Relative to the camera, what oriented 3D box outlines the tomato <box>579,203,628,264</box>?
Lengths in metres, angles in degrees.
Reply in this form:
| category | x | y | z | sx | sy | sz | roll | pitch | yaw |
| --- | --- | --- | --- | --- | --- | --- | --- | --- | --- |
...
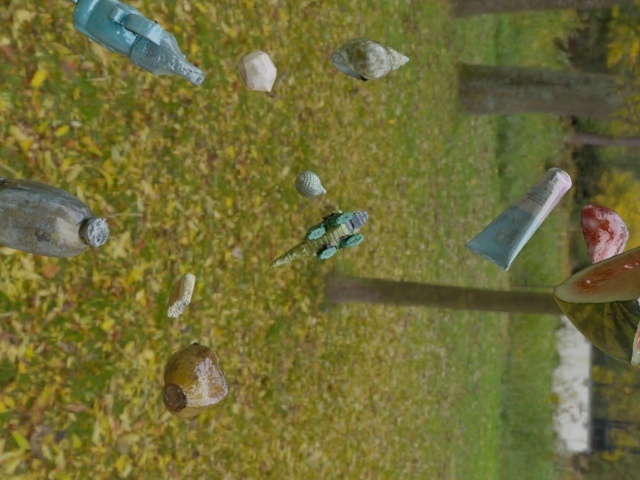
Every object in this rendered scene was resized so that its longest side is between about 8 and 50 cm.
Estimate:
| category | x | y | z | sx | sy | sz | roll | pitch | yaw |
| --- | --- | --- | --- | --- | --- | --- | --- | --- | --- |
| tomato | 0.746 | -0.011 | 1.961 | 0.173 | 0.099 | 0.189 | -17 | 91 | -60 |

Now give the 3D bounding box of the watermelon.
| category | x | y | z | sx | sy | sz | roll | pitch | yaw |
| --- | --- | --- | --- | --- | --- | --- | --- | --- | --- |
| watermelon | 0.413 | 0.091 | 0.991 | 0.303 | 0.159 | 0.128 | -22 | 90 | -47 |

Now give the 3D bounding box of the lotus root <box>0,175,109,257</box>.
| category | x | y | z | sx | sy | sz | roll | pitch | yaw |
| --- | --- | --- | --- | --- | --- | --- | --- | --- | --- |
| lotus root | -0.648 | -0.046 | 1.739 | 0.175 | 0.350 | 0.174 | 17 | 90 | -84 |

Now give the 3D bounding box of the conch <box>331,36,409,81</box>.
| category | x | y | z | sx | sy | sz | roll | pitch | yaw |
| --- | --- | --- | --- | --- | --- | --- | --- | --- | --- |
| conch | 0.112 | -0.458 | 1.895 | 0.106 | 0.173 | 0.116 | -61 | 139 | -24 |

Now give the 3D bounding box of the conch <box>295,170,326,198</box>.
| category | x | y | z | sx | sy | sz | roll | pitch | yaw |
| --- | --- | --- | --- | --- | --- | --- | --- | --- | --- |
| conch | -0.030 | -0.127 | 1.787 | 0.056 | 0.076 | 0.085 | -50 | 124 | -21 |

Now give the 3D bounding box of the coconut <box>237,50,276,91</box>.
| category | x | y | z | sx | sy | sz | roll | pitch | yaw |
| --- | --- | --- | --- | --- | --- | --- | --- | --- | --- |
| coconut | -0.184 | -0.495 | 2.238 | 0.124 | 0.110 | 0.110 | 64 | 26 | -11 |

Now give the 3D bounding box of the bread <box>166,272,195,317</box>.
| category | x | y | z | sx | sy | sz | roll | pitch | yaw |
| --- | --- | --- | --- | --- | --- | --- | --- | --- | --- |
| bread | -0.271 | 0.105 | 1.471 | 0.083 | 0.035 | 0.070 | -47 | -151 | 46 |

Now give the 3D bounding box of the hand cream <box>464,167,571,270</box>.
| category | x | y | z | sx | sy | sz | roll | pitch | yaw |
| --- | --- | --- | --- | --- | --- | --- | --- | --- | --- |
| hand cream | 0.465 | -0.057 | 1.742 | 0.312 | 0.111 | 0.070 | -43 | 152 | -28 |

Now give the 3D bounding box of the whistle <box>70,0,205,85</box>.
| category | x | y | z | sx | sy | sz | roll | pitch | yaw |
| --- | --- | --- | --- | --- | --- | --- | --- | --- | --- |
| whistle | -0.324 | -0.353 | 1.318 | 0.093 | 0.274 | 0.186 | -58 | 178 | 1 |

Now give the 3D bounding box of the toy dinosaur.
| category | x | y | z | sx | sy | sz | roll | pitch | yaw |
| --- | --- | --- | --- | --- | --- | --- | --- | --- | --- |
| toy dinosaur | 0.000 | 0.000 | 1.720 | 0.094 | 0.259 | 0.153 | 62 | -6 | -4 |

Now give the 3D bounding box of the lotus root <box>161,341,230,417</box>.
| category | x | y | z | sx | sy | sz | roll | pitch | yaw |
| --- | --- | --- | --- | --- | --- | --- | --- | --- | --- |
| lotus root | -0.385 | 0.415 | 2.131 | 0.188 | 0.199 | 0.180 | 61 | 22 | -2 |
